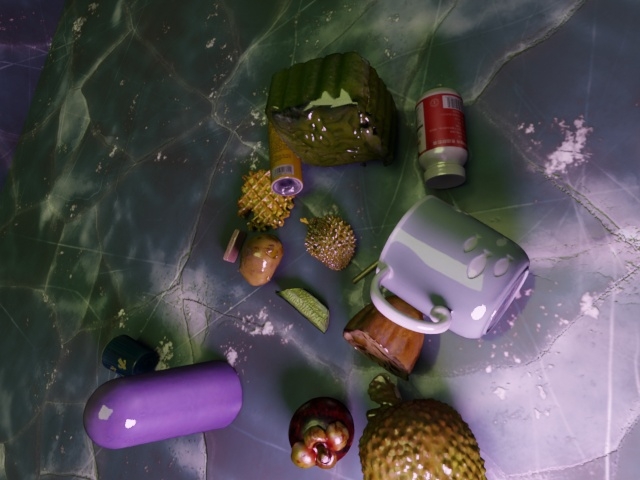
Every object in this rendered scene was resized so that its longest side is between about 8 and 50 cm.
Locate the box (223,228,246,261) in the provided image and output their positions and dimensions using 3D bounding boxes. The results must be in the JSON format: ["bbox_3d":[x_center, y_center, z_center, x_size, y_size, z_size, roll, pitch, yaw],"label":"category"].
[{"bbox_3d":[-0.297,0.018,1.494,0.025,0.048,0.115,23,90,27],"label":"box"}]

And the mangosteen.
[{"bbox_3d":[0.001,0.506,1.120,0.199,0.199,0.200,-8,74,27],"label":"mangosteen"}]

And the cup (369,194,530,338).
[{"bbox_3d":[0.283,0.090,0.990,0.274,0.356,0.260,33,138,28],"label":"cup"}]

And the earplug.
[{"bbox_3d":[-0.440,0.464,1.224,0.215,0.455,0.215,-6,78,27],"label":"earplug"}]

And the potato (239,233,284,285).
[{"bbox_3d":[-0.194,0.061,1.383,0.137,0.137,0.176,27,93,31],"label":"potato"}]

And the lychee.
[{"bbox_3d":[0.216,0.481,0.970,0.319,0.269,0.270,17,86,50],"label":"lychee"}]

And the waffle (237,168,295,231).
[{"bbox_3d":[-0.188,-0.144,1.476,0.231,0.051,0.229,-4,73,27],"label":"waffle"}]

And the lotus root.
[{"bbox_3d":[0.182,0.233,1.129,0.188,0.199,0.180,42,66,-6],"label":"lotus root"}]

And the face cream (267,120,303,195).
[{"bbox_3d":[-0.121,-0.319,1.433,0.104,0.105,0.349,-20,59,23],"label":"face cream"}]

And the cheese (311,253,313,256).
[{"bbox_3d":[0.000,0.000,1.352,0.047,0.017,0.111,15,85,34],"label":"cheese"}]

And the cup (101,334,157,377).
[{"bbox_3d":[-0.685,0.447,1.566,0.155,0.131,0.177,14,114,27],"label":"cup"}]

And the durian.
[{"bbox_3d":[0.014,-0.013,1.288,0.208,0.102,0.146,41,104,21],"label":"durian"}]

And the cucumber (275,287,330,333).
[{"bbox_3d":[-0.043,0.191,1.312,0.220,0.046,0.071,34,93,30],"label":"cucumber"}]

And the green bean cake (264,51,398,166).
[{"bbox_3d":[0.036,-0.343,1.248,0.318,0.335,0.218,-3,66,31],"label":"green bean cake"}]

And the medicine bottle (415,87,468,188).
[{"bbox_3d":[0.328,-0.276,1.174,0.131,0.131,0.250,-7,74,27],"label":"medicine bottle"}]

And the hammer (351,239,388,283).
[{"bbox_3d":[0.161,0.064,1.247,0.182,0.017,0.062,-39,62,16],"label":"hammer"}]
